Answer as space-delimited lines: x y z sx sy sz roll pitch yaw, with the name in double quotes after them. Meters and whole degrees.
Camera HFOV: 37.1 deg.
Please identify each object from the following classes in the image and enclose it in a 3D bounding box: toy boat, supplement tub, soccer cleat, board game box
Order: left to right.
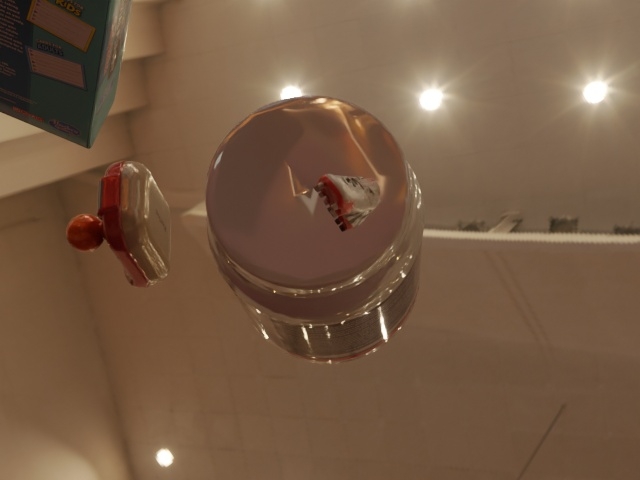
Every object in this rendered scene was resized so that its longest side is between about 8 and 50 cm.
-0.311 -0.250 0.914 0.254 0.079 0.336 23 -31 -7 "board game box"
-0.318 -0.016 1.478 0.151 0.231 0.151 -6 -118 4 "toy boat"
0.000 0.000 0.890 0.191 0.272 0.191 -1 -108 4 "supplement tub"
0.019 -0.028 0.584 0.036 0.083 0.029 -34 -106 0 "soccer cleat"
